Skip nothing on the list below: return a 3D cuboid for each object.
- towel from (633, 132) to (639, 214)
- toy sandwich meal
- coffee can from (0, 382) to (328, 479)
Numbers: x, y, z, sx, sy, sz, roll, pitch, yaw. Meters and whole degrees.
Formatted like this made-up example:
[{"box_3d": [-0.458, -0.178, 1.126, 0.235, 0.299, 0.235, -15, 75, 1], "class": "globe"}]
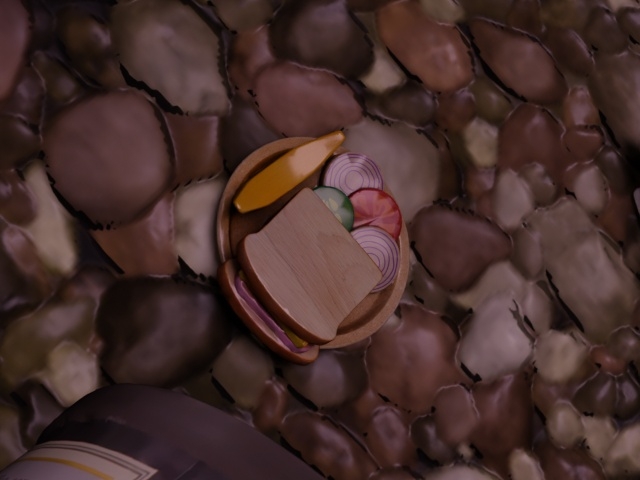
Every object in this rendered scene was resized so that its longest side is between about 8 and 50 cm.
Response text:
[{"box_3d": [0.264, 0.047, 0.716, 0.285, 0.034, 0.209, -4, 79, -30], "class": "towel"}, {"box_3d": [0.000, 0.000, 0.583, 0.086, 0.029, 0.085, 8, 72, -27], "class": "toy sandwich meal"}, {"box_3d": [-0.096, 0.191, 0.377, 0.275, 0.201, 0.201, -37, 95, -31], "class": "coffee can"}]
